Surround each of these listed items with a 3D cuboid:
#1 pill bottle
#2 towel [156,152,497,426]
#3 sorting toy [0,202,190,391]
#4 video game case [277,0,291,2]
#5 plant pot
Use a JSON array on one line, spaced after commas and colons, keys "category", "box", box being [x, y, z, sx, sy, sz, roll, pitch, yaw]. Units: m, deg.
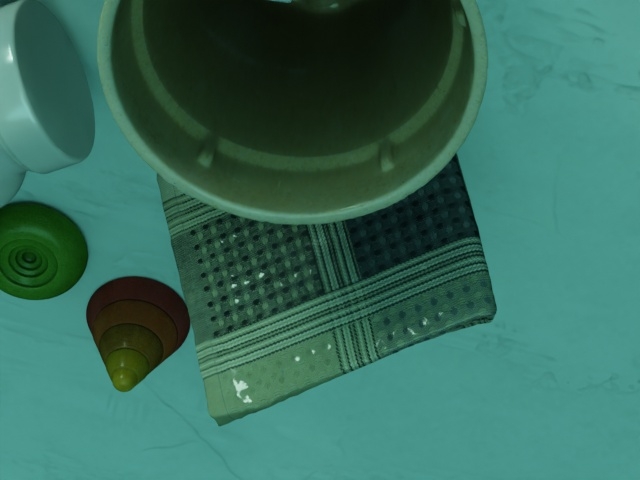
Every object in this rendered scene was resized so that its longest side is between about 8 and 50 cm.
[{"category": "pill bottle", "box": [-0.427, -0.106, 1.892, 0.363, 0.210, 0.210, -17, 123, 15]}, {"category": "towel", "box": [0.000, 0.000, 1.896, 0.324, 0.312, 0.056, -22, 154, 15]}, {"category": "sorting toy", "box": [-0.307, 0.057, 2.052, 0.365, 0.126, 0.127, 35, 121, -20]}, {"category": "video game case", "box": [-0.129, -0.316, 1.417, 0.270, 0.061, 0.244, 7, 125, -11]}, {"category": "plant pot", "box": [-0.016, -0.235, 1.712, 0.334, 0.305, 0.333, 2, 125, 3]}]
